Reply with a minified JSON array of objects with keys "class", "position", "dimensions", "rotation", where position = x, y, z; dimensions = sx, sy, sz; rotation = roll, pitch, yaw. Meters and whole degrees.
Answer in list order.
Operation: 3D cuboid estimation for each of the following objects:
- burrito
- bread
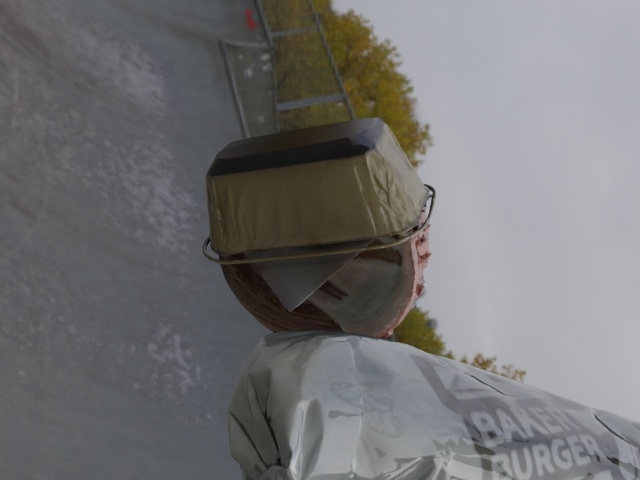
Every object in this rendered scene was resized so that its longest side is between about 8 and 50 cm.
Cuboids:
[{"class":"burrito","position":[0.140,0.141,0.448],"dimensions":[0.139,0.445,0.101],"rotation":[-2,-109,60]},{"class":"bread","position":[0.000,0.000,0.730],"dimensions":[0.142,0.224,0.212],"rotation":[-62,142,-58]}]
